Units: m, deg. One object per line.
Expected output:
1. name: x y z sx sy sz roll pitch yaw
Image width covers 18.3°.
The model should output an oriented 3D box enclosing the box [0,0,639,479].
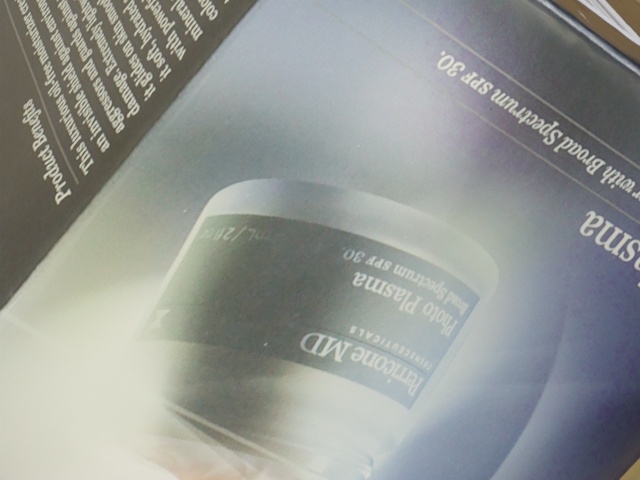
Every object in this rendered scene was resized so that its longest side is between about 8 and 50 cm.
1. box: 0.000 0.000 0.809 0.296 0.183 0.294 29 110 -35
